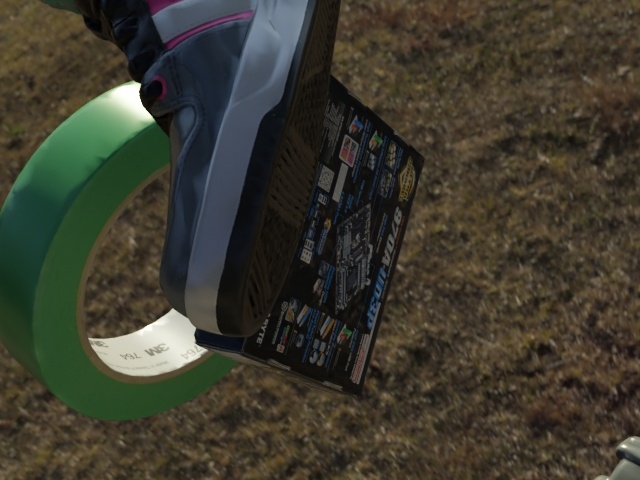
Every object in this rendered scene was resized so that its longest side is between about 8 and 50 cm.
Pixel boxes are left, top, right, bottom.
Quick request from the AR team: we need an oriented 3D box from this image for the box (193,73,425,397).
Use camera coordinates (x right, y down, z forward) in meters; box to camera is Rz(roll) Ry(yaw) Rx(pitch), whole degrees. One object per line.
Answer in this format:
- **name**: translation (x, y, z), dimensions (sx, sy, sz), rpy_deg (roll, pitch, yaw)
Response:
- **box**: translation (0.000, 0.000, 0.814), dimensions (0.051, 0.175, 0.220), rpy_deg (9, 78, 34)

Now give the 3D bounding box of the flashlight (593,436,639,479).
- **flashlight**: translation (0.274, 0.184, 0.470), dimensions (0.304, 0.103, 0.103), rpy_deg (24, 56, 42)

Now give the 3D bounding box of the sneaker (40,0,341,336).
- **sneaker**: translation (-0.086, -0.107, 0.473), dimensions (0.178, 0.124, 0.295), rpy_deg (5, 69, 6)

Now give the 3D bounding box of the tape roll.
- **tape roll**: translation (-0.145, 0.010, 0.954), dimensions (0.077, 0.321, 0.321), rpy_deg (32, 72, 35)
